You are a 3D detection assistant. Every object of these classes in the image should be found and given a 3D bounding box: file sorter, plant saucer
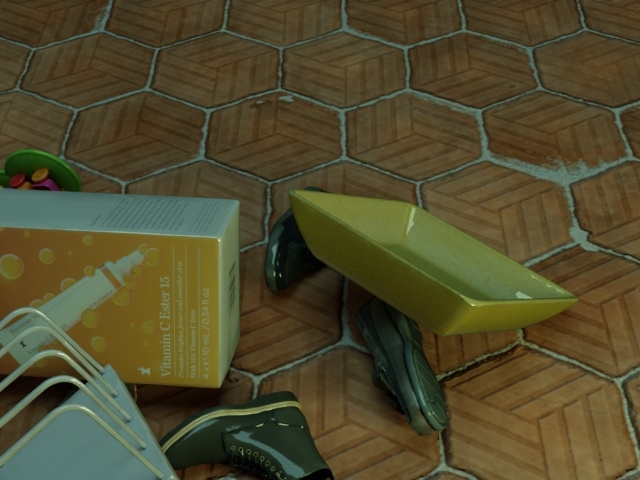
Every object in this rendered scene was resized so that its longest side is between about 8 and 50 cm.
[{"bbox_3d":[-0.320,0.225,1.231,0.193,0.173,0.277,-42,32,-5],"label":"file sorter"},{"bbox_3d":[0.151,0.040,1.528,0.332,0.081,0.332,32,16,33],"label":"plant saucer"}]

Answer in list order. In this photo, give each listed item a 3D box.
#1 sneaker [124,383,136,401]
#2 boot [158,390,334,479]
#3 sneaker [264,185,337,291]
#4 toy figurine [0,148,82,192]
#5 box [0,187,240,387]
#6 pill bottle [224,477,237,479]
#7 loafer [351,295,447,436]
[{"bbox_3d":[-0.281,0.211,1.431,0.061,0.065,0.158,1,41,2],"label":"sneaker"},{"bbox_3d":[-0.092,0.274,1.355,0.197,0.077,0.137,-19,49,-19],"label":"boot"},{"bbox_3d":[0.000,0.000,1.658,0.130,0.087,0.227,10,36,21],"label":"sneaker"},{"bbox_3d":[-0.483,-0.040,1.709,0.173,0.130,0.159,-8,46,26],"label":"toy figurine"},{"bbox_3d":[-0.290,0.060,1.463,0.345,0.215,0.168,3,19,4],"label":"box"},{"bbox_3d":[-0.157,0.354,1.227,0.186,0.112,0.112,-29,48,-29],"label":"pill bottle"},{"bbox_3d":[0.104,0.172,1.473,0.084,0.096,0.267,-30,35,13],"label":"loafer"}]
